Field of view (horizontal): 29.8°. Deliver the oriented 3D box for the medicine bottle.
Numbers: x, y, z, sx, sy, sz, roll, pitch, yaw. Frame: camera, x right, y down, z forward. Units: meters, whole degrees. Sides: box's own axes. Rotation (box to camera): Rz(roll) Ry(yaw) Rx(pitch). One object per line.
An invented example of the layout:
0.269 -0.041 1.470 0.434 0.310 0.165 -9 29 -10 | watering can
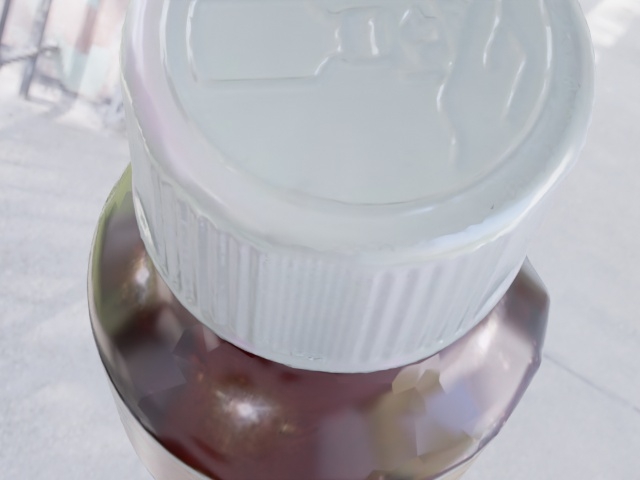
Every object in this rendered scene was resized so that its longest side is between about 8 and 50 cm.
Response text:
0.000 0.000 0.583 0.242 0.395 0.243 1 62 -2 | medicine bottle
